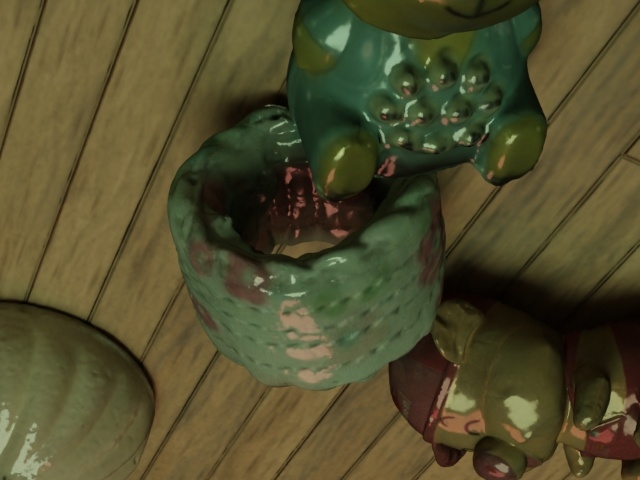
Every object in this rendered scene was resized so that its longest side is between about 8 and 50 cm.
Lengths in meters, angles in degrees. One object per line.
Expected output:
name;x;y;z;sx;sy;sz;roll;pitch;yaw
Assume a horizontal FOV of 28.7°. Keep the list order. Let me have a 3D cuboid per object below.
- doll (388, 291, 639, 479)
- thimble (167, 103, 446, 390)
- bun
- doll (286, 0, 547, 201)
doll;0.183;0.132;1.052;0.256;0.152;0.196;9;125;11
thimble;0.000;0.000;0.940;0.211;0.185;0.149;-23;139;-12
bun;-0.304;0.201;1.228;0.263;0.175;0.263;6;137;5
doll;0.067;-0.164;0.753;0.177;0.161;0.261;-5;141;-9
